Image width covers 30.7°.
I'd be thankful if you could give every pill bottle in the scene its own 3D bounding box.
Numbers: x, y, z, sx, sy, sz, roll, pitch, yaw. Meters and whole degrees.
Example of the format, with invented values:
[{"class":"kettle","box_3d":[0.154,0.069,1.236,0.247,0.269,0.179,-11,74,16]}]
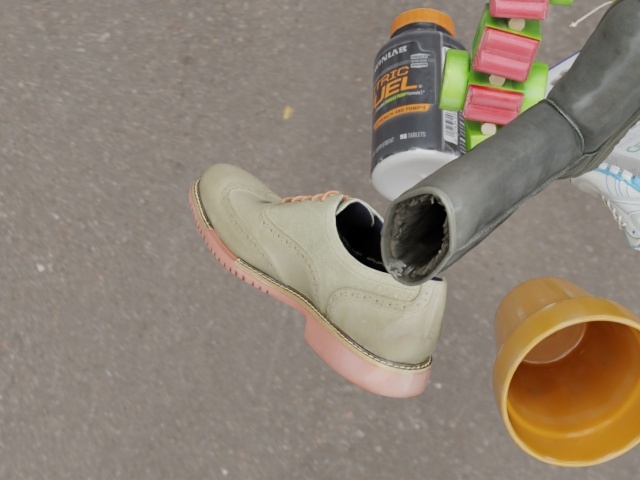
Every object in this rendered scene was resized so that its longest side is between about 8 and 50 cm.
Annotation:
[{"class":"pill bottle","box_3d":[0.130,-0.176,1.484,0.130,0.130,0.246,20,56,-27]}]

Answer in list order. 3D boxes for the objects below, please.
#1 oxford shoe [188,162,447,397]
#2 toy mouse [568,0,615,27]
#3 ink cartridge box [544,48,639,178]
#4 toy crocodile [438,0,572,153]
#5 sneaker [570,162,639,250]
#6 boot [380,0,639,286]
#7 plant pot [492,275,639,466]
[{"class":"oxford shoe","box_3d":[0.000,0.000,1.258,0.140,0.397,0.147,-4,123,-45]},{"class":"toy mouse","box_3d":[0.301,-0.263,1.034,0.031,0.161,0.143,-42,131,-54]},{"class":"ink cartridge box","box_3d":[0.483,-0.208,1.803,0.324,0.330,0.071,-32,124,-25]},{"class":"toy crocodile","box_3d":[0.193,-0.213,1.201,0.115,0.105,0.341,9,123,1]},{"class":"sneaker","box_3d":[0.386,-0.035,1.441,0.083,0.190,0.071,-61,145,-4]},{"class":"boot","box_3d":[0.143,-0.071,0.807,0.208,0.076,0.190,-23,147,-33]},{"class":"plant pot","box_3d":[0.298,0.140,1.431,0.205,0.188,0.205,-3,115,-6]}]
